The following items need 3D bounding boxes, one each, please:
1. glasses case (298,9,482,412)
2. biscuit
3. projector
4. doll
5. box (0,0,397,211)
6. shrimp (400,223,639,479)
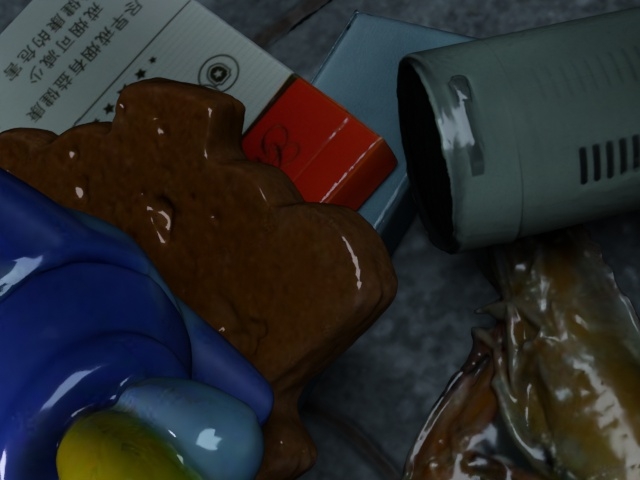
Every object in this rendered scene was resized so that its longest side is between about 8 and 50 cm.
[{"bbox_3d":[0.000,0.000,1.016,0.105,0.056,0.266,19,70,39],"label":"glasses case"},{"bbox_3d":[-0.097,0.070,0.942,0.284,0.043,0.306,18,99,34],"label":"biscuit"},{"bbox_3d":[0.210,-0.078,0.953,0.338,0.108,0.108,-13,67,-11],"label":"projector"},{"bbox_3d":[-0.162,0.103,0.839,0.366,0.187,0.376,-38,59,25],"label":"doll"},{"bbox_3d":[-0.088,-0.063,1.021,0.245,0.035,0.139,37,82,29],"label":"box"},{"bbox_3d":[0.107,0.094,0.958,0.164,0.062,0.316,-17,66,7],"label":"shrimp"}]
